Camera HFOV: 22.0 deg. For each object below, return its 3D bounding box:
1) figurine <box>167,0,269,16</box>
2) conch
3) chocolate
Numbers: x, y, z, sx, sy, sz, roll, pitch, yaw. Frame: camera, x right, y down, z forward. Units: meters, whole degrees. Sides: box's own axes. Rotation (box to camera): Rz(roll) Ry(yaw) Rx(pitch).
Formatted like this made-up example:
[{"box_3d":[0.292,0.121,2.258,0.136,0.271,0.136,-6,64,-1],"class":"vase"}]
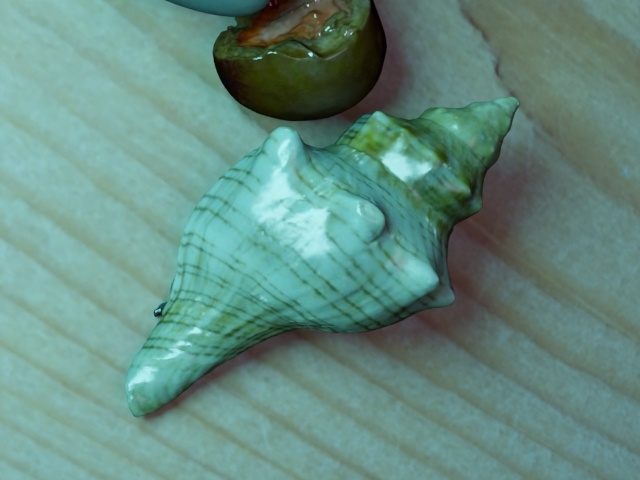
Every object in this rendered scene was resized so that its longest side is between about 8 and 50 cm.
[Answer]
[{"box_3d":[-0.014,-0.284,1.229,0.382,0.224,0.205,-18,109,-29],"class":"figurine"},{"box_3d":[0.007,0.000,1.295,0.386,0.169,0.203,-40,108,-22],"class":"conch"},{"box_3d":[-0.021,-0.153,1.295,0.133,0.124,0.127,-24,99,-11],"class":"chocolate"}]
